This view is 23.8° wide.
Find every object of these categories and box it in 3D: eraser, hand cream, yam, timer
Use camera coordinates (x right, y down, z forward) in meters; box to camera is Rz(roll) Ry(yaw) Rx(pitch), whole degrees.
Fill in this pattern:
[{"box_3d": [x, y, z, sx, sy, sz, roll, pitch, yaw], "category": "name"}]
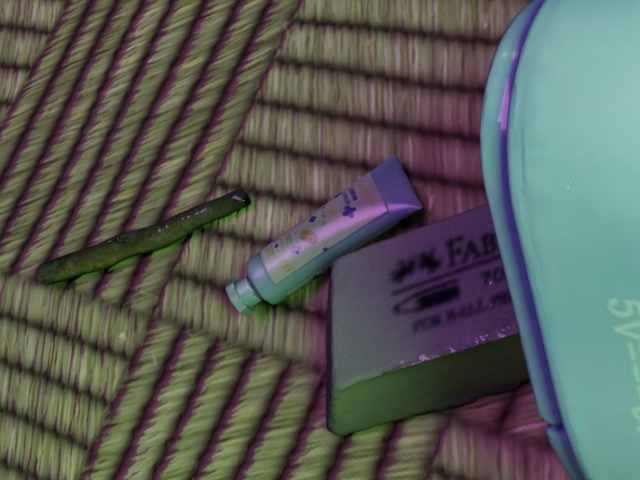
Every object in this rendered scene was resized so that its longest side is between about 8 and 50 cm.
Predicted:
[{"box_3d": [0.130, 0.035, 1.039, 0.352, 0.077, 0.111, -21, 54, 29], "category": "eraser"}, {"box_3d": [0.000, 0.000, 1.189, 0.171, 0.043, 0.065, -36, 47, 14], "category": "hand cream"}, {"box_3d": [-0.159, -0.001, 1.329, 0.234, 0.029, 0.027, -20, 43, 28], "category": "yam"}, {"box_3d": [0.258, 0.001, 0.776, 0.173, 0.395, 0.395, 0, 65, 37], "category": "timer"}]
